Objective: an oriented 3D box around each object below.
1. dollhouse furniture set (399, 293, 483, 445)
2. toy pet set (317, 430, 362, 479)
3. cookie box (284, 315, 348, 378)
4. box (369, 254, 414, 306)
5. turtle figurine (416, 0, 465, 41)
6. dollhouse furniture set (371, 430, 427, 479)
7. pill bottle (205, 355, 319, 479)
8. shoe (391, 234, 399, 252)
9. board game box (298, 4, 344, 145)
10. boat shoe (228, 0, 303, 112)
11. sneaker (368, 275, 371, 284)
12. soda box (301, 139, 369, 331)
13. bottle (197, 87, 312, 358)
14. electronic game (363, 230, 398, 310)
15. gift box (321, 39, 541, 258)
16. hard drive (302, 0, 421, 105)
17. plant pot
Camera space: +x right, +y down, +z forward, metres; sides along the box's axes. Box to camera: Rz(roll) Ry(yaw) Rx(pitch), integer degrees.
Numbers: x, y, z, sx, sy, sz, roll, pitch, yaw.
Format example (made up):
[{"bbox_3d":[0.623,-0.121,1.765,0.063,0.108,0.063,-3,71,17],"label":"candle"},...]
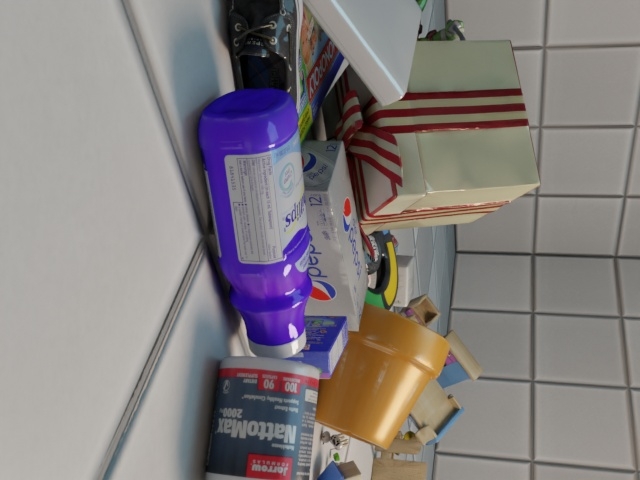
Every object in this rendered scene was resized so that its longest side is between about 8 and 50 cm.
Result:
[{"bbox_3d":[0.221,0.356,1.995,0.286,0.198,0.303,53,48,0],"label":"dollhouse furniture set"},{"bbox_3d":[0.019,0.384,1.275,0.114,0.065,0.122,-131,-147,-56],"label":"toy pet set"},{"bbox_3d":[-0.020,0.135,0.981,0.107,0.091,0.040,-52,138,-66],"label":"cookie box"},{"bbox_3d":[0.137,0.080,1.574,0.101,0.101,0.087,-36,128,-71],"label":"box"},{"bbox_3d":[0.194,-0.480,1.546,0.275,0.197,0.266,48,44,-75],"label":"turtle figurine"},{"bbox_3d":[0.199,0.531,1.823,0.151,0.123,0.144,71,25,-54],"label":"dollhouse furniture set"},{"bbox_3d":[-0.062,0.216,0.789,0.108,0.107,0.180,51,42,-69],"label":"pill bottle"},{"bbox_3d":[0.127,-0.013,1.596,0.178,0.063,0.081,-29,124,-69],"label":"shoe"},{"bbox_3d":[-0.026,-0.283,1.002,0.317,0.046,0.214,-70,156,-52],"label":"board game box"},{"bbox_3d":[-0.064,-0.208,0.814,0.076,0.080,0.229,-73,167,-51],"label":"boat shoe"},{"bbox_3d":[0.067,0.056,1.393,0.134,0.051,0.070,25,62,-79],"label":"sneaker"},{"bbox_3d":[0.000,0.000,1.042,0.286,0.091,0.098,76,23,-47],"label":"soda box"},{"bbox_3d":[-0.060,-0.009,0.801,0.118,0.092,0.283,-64,152,-61],"label":"bottle"},{"bbox_3d":[0.073,0.014,1.291,0.229,0.048,0.229,37,45,-49],"label":"electronic game"},{"bbox_3d":[0.140,-0.128,1.100,0.255,0.258,0.276,130,-46,-67],"label":"gift box"},{"bbox_3d":[0.013,-0.330,0.887,0.307,0.040,0.203,47,39,-31],"label":"hard drive"},{"bbox_3d":[0.077,0.217,1.210,0.205,0.205,0.188,57,53,-66],"label":"plant pot"}]
